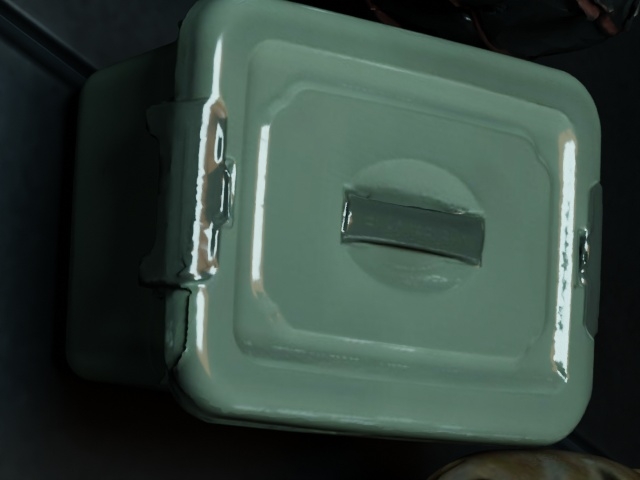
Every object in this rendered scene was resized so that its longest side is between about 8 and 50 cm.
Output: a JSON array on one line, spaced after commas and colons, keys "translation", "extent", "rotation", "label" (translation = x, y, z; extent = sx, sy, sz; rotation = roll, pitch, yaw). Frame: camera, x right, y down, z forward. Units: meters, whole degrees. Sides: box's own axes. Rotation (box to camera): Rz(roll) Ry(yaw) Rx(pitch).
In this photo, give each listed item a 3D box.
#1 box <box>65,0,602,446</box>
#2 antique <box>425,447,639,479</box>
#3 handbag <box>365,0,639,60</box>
[{"translation": [0.000, 0.000, 0.614], "extent": [0.172, 0.093, 0.124], "rotation": [10, 79, -40], "label": "box"}, {"translation": [0.108, 0.172, 0.661], "extent": [0.121, 0.143, 0.257], "rotation": [-39, 109, -33], "label": "antique"}, {"translation": [0.029, -0.169, 0.612], "extent": [0.215, 0.155, 0.169], "rotation": [36, 66, -33], "label": "handbag"}]
